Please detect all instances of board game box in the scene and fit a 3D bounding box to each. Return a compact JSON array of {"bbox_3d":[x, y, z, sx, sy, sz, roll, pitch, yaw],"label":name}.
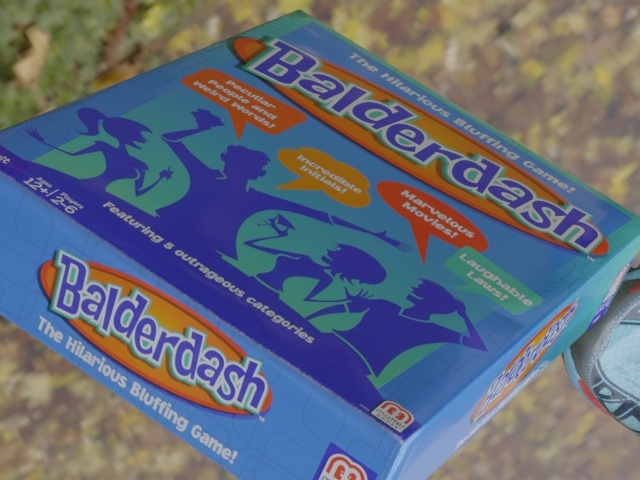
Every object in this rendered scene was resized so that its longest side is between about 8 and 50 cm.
[{"bbox_3d":[0.000,0.000,0.637,0.210,0.160,0.047,-33,151,-58],"label":"board game box"}]

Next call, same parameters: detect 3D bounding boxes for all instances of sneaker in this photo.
[{"bbox_3d":[0.252,0.111,1.147,0.262,0.125,0.104,38,96,-29],"label":"sneaker"}]
